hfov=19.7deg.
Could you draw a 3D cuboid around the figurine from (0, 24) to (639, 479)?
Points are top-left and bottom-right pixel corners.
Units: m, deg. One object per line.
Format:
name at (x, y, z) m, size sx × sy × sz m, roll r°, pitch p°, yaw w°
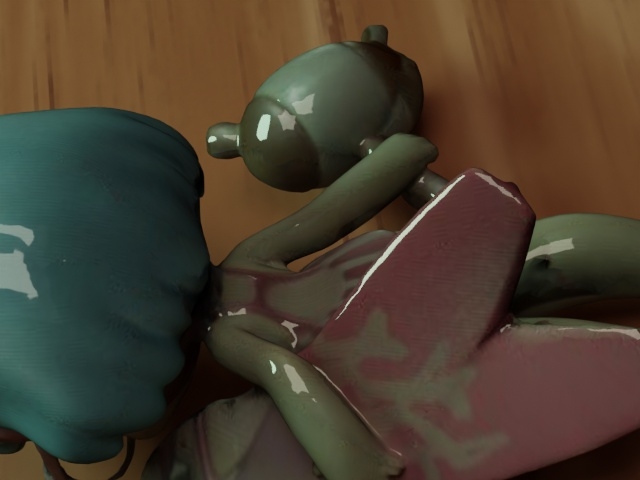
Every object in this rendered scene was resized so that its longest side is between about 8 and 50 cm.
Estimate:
figurine at (-0.001, -0.002, 0.534) m, size 0.260 × 0.103 × 0.205 m, roll 1°, pitch 58°, yaw 6°
